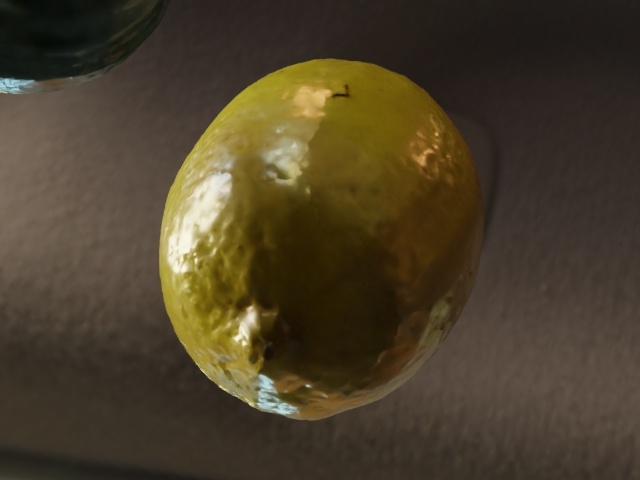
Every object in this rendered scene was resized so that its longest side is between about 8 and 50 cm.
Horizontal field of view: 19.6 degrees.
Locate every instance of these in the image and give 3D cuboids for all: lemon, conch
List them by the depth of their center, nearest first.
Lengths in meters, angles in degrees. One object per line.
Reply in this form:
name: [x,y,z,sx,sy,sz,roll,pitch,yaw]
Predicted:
conch: [-0.182,-0.193,1.138,0.195,0.220,0.277,38,-23,-15]
lemon: [0.001,-0.003,1.321,0.236,0.263,0.236,36,-30,26]
